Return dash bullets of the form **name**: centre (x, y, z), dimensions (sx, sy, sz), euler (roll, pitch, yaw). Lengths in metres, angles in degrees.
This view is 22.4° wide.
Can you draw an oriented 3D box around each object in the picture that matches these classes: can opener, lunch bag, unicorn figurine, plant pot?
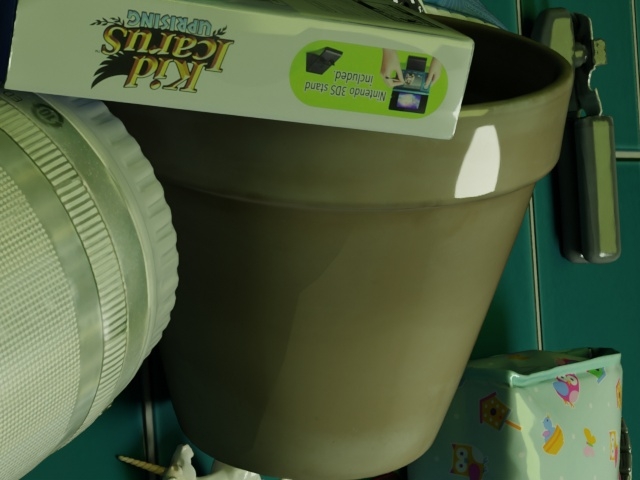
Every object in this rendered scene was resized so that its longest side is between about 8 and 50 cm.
- **can opener**: centre (0.272, -0.112, 1.754), dimensions (0.093, 0.074, 0.280), euler (-10, 94, -23)
- **lunch bag**: centre (0.201, 0.214, 1.513), dimensions (0.262, 0.160, 0.223), euler (-3, 89, -52)
- **unicorn figurine**: centre (-0.063, 0.173, 1.185), dimensions (0.111, 0.060, 0.162), euler (-54, 137, -31)
- **plant pot**: centre (0.000, 0.000, 1.122), dimensions (0.323, 0.323, 0.280), euler (-29, 127, -55)

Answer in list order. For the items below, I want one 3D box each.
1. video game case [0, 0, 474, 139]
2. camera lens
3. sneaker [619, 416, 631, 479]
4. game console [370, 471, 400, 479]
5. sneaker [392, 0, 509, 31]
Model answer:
- **video game case**: centre (-0.081, -0.129, 0.919), dimensions (0.244, 0.269, 0.061), euler (6, 106, -23)
- **camera lens**: centre (-0.226, 0.040, 0.796), dimensions (0.274, 0.219, 0.219), euler (-37, 118, -53)
- **sneaker**: centre (0.273, 0.305, 1.693), dimensions (0.129, 0.111, 0.297), euler (24, 70, -71)
- **game console**: centre (0.070, 0.277, 1.372), dimensions (0.085, 0.124, 0.144), euler (-5, 91, -31)
- **sneaker**: centre (0.037, -0.195, 1.344), dimensions (0.330, 0.130, 0.147), euler (25, 25, -40)
